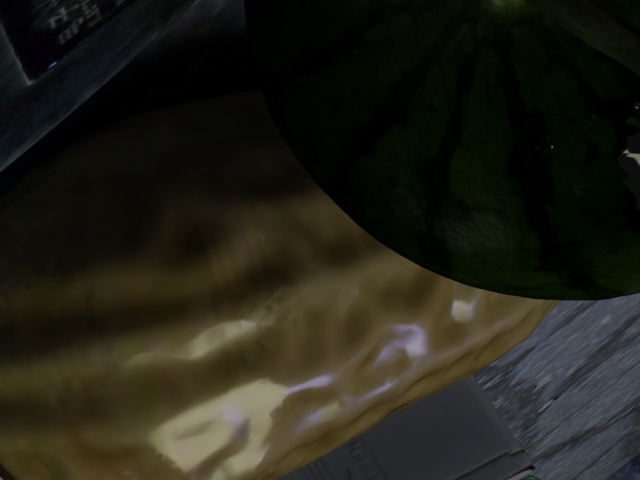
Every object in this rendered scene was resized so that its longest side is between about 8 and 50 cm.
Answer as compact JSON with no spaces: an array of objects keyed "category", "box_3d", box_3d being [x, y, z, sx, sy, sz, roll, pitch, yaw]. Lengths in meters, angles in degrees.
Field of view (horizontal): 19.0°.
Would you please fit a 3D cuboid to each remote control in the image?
[{"category":"remote control","box_3d":[-0.012,0.159,1.149,0.277,0.103,0.055,-24,160,-26]}]

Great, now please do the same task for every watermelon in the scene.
[{"category":"watermelon","box_3d":[0.066,-0.074,0.537,0.188,0.188,0.215,-43,170,21]}]

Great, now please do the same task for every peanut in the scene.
[{"category":"peanut","box_3d":[0.000,0.000,0.709,0.153,0.140,0.325,-19,-174,45]}]

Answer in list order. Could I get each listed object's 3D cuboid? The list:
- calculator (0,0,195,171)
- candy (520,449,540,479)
[{"category":"calculator","box_3d":[-0.120,-0.046,0.505,0.268,0.040,0.177,-39,167,-8]},{"category":"candy","box_3d":[-0.058,0.259,1.288,0.398,0.172,0.263,-15,152,-25]}]
